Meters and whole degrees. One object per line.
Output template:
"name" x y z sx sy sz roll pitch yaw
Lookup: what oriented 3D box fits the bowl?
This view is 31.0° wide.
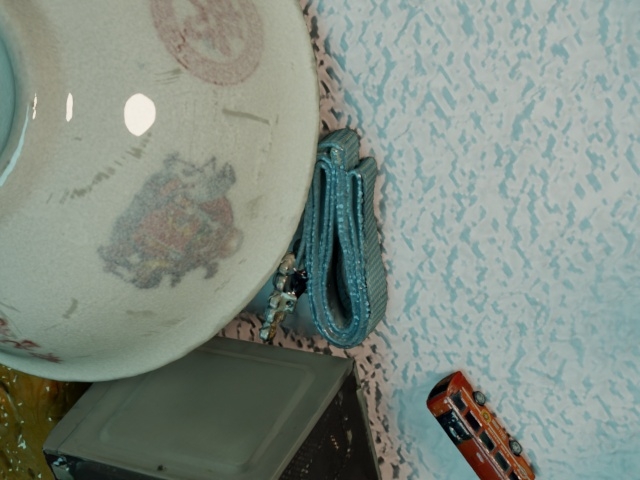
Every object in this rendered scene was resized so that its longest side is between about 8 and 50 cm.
"bowl" -0.233 -0.099 0.854 0.435 0.196 0.434 0 91 20

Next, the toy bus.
"toy bus" 0.129 0.161 0.935 0.031 0.043 0.110 -37 90 37

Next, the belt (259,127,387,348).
"belt" 0.002 -0.002 0.931 0.100 0.065 0.179 7 113 19

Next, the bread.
"bread" -0.265 0.205 1.124 0.185 0.109 0.380 8 128 16

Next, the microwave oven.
"microwave oven" -0.071 0.249 0.971 0.238 0.181 0.295 7 128 29
